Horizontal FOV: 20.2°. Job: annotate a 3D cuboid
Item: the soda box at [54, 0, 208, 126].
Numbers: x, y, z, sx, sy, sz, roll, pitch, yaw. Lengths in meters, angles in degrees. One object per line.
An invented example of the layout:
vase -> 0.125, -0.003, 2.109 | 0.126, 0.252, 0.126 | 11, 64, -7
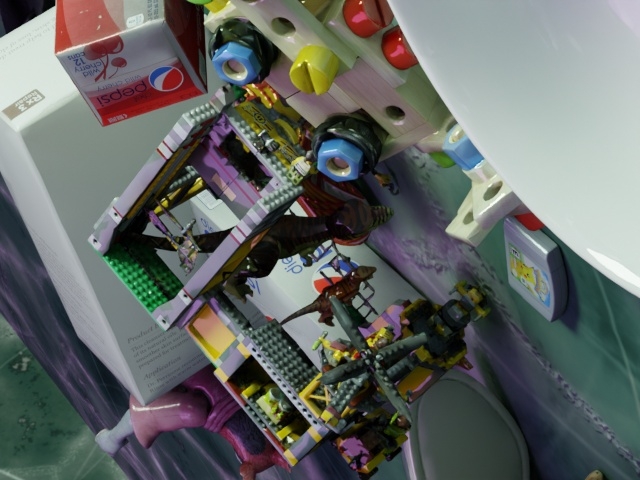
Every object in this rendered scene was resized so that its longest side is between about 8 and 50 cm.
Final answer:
soda box -> -0.145, -0.215, 1.375 | 0.083, 0.092, 0.263 | 60, -162, -46

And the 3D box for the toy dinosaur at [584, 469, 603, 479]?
toy dinosaur -> 0.206, 0.282, 1.487 | 0.112, 0.064, 0.212 | -122, 23, -64

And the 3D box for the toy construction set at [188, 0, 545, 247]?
toy construction set -> 0.035, -0.138, 1.168 | 0.215, 0.151, 0.328 | -26, 106, 44

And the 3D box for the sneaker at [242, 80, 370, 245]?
sneaker -> -0.018, -0.066, 1.560 | 0.175, 0.064, 0.067 | 59, 173, 2

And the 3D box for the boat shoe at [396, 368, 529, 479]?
boat shoe -> 0.132, 0.234, 1.593 | 0.099, 0.116, 0.319 | 23, 148, 55

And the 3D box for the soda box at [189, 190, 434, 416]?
soda box -> -0.005, 0.039, 1.658 | 0.286, 0.091, 0.098 | 43, 159, 38

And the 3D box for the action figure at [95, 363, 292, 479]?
action figure -> -0.133, 0.126, 2.094 | 0.370, 0.248, 0.276 | 48, 134, 29

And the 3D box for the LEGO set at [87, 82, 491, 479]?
LEGO set -> 0.000, 0.000, 1.377 | 0.331, 0.255, 0.192 | 55, 132, 14

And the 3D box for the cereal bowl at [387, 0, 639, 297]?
cereal bowl -> 0.157, -0.137, 0.818 | 0.339, 0.141, 0.339 | 49, 161, 24

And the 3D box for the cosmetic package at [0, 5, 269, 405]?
cosmetic package -> -0.182, -0.050, 1.780 | 0.156, 0.217, 0.385 | 38, 154, 46

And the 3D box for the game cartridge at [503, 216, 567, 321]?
game cartridge -> 0.158, 0.022, 1.312 | 0.056, 0.017, 0.083 | 40, 156, 35

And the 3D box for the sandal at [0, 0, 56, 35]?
sandal -> -0.353, -0.254, 2.061 | 0.167, 0.107, 0.446 | 50, 162, 22

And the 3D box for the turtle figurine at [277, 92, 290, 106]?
turtle figurine -> -0.050, -0.211, 1.313 | 0.234, 0.118, 0.175 | 56, 164, -18
